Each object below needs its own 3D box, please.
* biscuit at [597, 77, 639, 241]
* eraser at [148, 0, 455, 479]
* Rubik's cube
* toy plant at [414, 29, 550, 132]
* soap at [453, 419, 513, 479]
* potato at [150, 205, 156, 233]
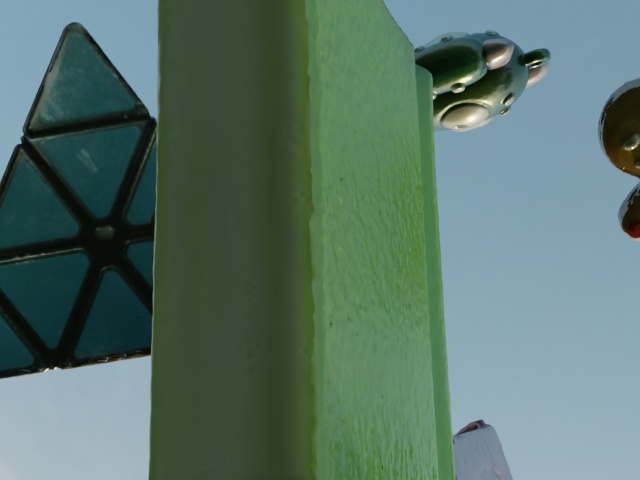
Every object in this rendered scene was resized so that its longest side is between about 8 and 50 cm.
[{"bbox_3d":[0.424,-0.057,1.059,0.301,0.049,0.197,42,-71,-12],"label":"biscuit"},{"bbox_3d":[0.000,0.000,0.497,0.092,0.210,0.274,-10,-110,22],"label":"eraser"},{"bbox_3d":[-0.169,0.007,0.822,0.228,0.229,0.233,-40,-137,33],"label":"Rubik's cube"},{"bbox_3d":[0.151,-0.182,1.138,0.243,0.232,0.112,-17,-95,40],"label":"toy plant"},{"bbox_3d":[0.108,0.287,0.850,0.128,0.359,0.233,-19,-103,13],"label":"soap"},{"bbox_3d":[-0.100,-0.014,0.699,0.092,0.045,0.046,-133,-136,-74],"label":"potato"}]
